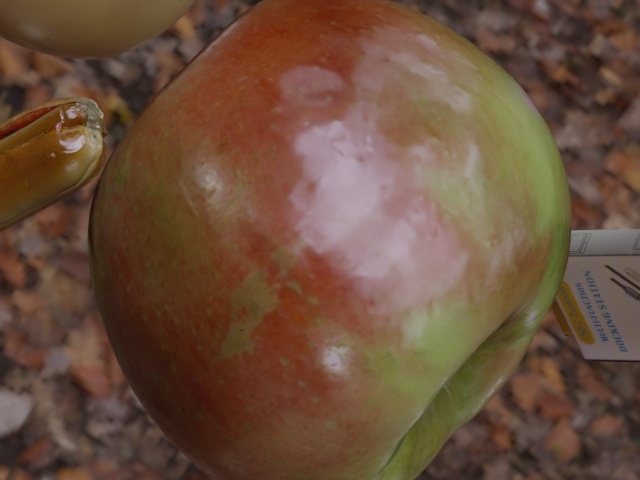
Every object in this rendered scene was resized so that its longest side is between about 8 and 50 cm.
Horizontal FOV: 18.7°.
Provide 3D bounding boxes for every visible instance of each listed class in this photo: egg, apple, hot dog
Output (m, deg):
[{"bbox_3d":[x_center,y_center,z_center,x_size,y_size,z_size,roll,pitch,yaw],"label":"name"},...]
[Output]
[{"bbox_3d":[-0.206,-0.250,1.587,0.201,0.201,0.244,48,27,23],"label":"egg"},{"bbox_3d":[0.000,0.000,1.244,0.277,0.319,0.319,39,30,16],"label":"apple"},{"bbox_3d":[-0.267,-0.040,1.498,0.062,0.236,0.092,49,19,-40],"label":"hot dog"}]

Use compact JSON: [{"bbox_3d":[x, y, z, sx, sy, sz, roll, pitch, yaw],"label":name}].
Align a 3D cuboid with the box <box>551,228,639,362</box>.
[{"bbox_3d":[0.276,0.045,1.504,0.129,0.247,0.033,59,44,-36],"label":"box"}]
